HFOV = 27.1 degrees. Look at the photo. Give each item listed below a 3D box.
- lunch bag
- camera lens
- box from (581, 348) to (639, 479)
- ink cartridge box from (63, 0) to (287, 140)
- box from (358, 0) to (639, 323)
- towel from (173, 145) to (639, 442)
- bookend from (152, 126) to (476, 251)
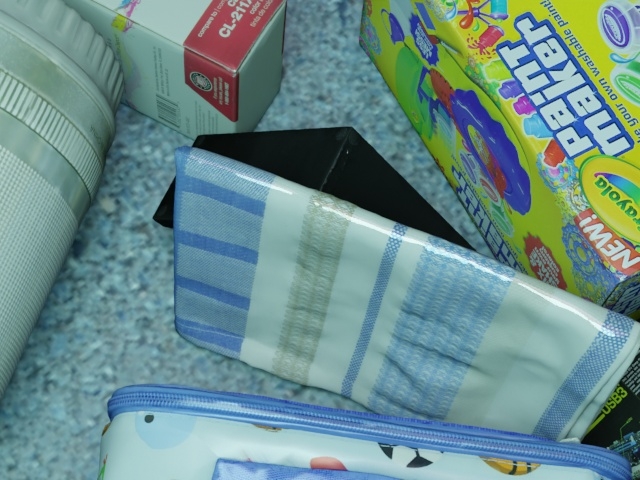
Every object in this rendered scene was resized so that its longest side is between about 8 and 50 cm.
[{"bbox_3d":[0.026,0.159,0.749,0.303,0.243,0.115,7,69,0],"label":"lunch bag"},{"bbox_3d":[-0.263,-0.020,0.816,0.219,0.219,0.274,19,69,4],"label":"camera lens"},{"bbox_3d":[0.259,0.120,0.811,0.184,0.190,0.045,46,43,16],"label":"box"},{"bbox_3d":[-0.118,-0.148,0.923,0.175,0.127,0.072,28,68,7],"label":"ink cartridge box"},{"bbox_3d":[0.219,-0.120,0.907,0.279,0.177,0.290,-27,72,-12],"label":"box"},{"bbox_3d":[0.038,0.054,0.810,0.285,0.209,0.034,22,59,6],"label":"towel"},{"bbox_3d":[0.000,0.000,0.892,0.157,0.156,0.072,42,64,-34],"label":"bookend"}]
